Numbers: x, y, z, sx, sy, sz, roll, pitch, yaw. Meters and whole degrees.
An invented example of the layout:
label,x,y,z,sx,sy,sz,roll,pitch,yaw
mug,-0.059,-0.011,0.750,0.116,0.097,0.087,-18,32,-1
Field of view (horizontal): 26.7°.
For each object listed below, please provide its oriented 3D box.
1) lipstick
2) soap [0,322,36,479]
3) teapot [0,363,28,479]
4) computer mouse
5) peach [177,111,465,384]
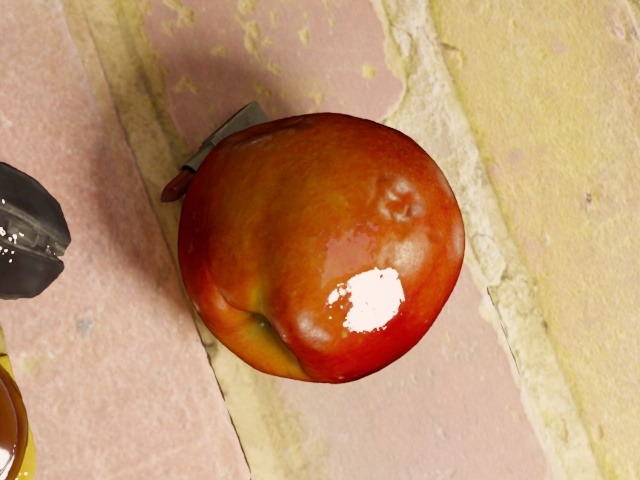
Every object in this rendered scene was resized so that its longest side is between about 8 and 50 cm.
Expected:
label,x,y,z,sx,sy,sz,roll,pitch,yaw
lipstick,-0.095,-0.072,1.181,0.030,0.030,0.129,51,58,-11
soap,-0.270,0.125,1.023,0.089,0.033,0.168,-13,83,-33
teapot,-0.256,0.136,0.963,0.098,0.078,0.129,-14,84,-23
computer mouse,-0.281,-0.018,1.037,0.192,0.062,0.105,19,69,-25
peach,0.000,0.000,1.121,0.244,0.199,0.243,9,62,-17
